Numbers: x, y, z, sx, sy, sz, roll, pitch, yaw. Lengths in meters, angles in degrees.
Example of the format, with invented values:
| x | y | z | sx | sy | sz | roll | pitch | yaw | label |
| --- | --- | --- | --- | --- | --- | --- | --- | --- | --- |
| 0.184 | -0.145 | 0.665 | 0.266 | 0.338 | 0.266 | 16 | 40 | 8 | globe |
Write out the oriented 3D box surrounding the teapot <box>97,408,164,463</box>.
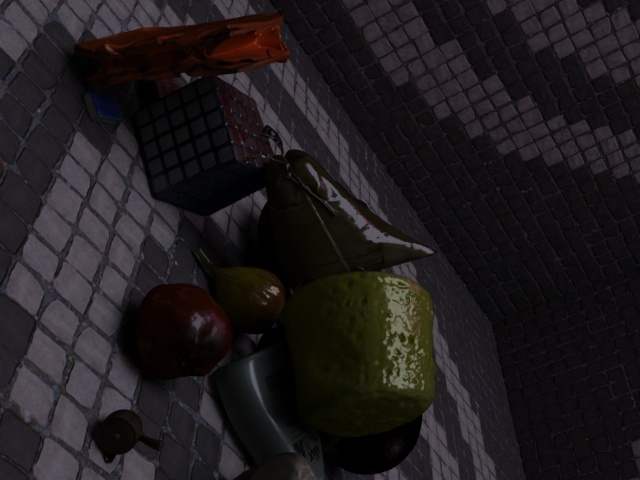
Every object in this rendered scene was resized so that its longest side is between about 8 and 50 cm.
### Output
| x | y | z | sx | sy | sz | roll | pitch | yaw | label |
| --- | --- | --- | --- | --- | --- | --- | --- | --- | --- |
| -0.316 | 0.334 | 1.335 | 0.080 | 0.110 | 0.085 | -70 | 176 | -81 | teapot |

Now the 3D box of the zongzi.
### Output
| x | y | z | sx | sy | sz | roll | pitch | yaw | label |
| --- | --- | --- | --- | --- | --- | --- | --- | --- | --- |
| 0.050 | -0.102 | 1.869 | 0.181 | 0.418 | 0.447 | -114 | -168 | -65 | zongzi |

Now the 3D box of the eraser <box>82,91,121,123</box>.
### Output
| x | y | z | sx | sy | sz | roll | pitch | yaw | label |
| --- | --- | --- | --- | --- | --- | --- | --- | --- | --- |
| -0.482 | -0.293 | 1.755 | 0.063 | 0.027 | 0.084 | 68 | 20 | 6 | eraser |

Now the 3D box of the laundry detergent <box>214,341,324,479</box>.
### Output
| x | y | z | sx | sy | sz | roll | pitch | yaw | label |
| --- | --- | --- | --- | --- | --- | --- | --- | --- | --- |
| -0.077 | 0.436 | 1.762 | 0.398 | 0.124 | 0.264 | 67 | 22 | 5 | laundry detergent |

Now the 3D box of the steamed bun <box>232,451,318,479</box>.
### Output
| x | y | z | sx | sy | sz | roll | pitch | yaw | label |
| --- | --- | --- | --- | --- | --- | --- | --- | --- | --- |
| -0.069 | 0.570 | 1.440 | 0.342 | 0.255 | 0.368 | 58 | -9 | 25 | steamed bun |

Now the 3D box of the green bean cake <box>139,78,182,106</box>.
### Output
| x | y | z | sx | sy | sz | roll | pitch | yaw | label |
| --- | --- | --- | --- | --- | --- | --- | --- | --- | --- |
| -0.394 | -0.356 | 2.006 | 0.135 | 0.056 | 0.135 | 26 | 44 | -59 | green bean cake |

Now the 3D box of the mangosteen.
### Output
| x | y | z | sx | sy | sz | roll | pitch | yaw | label |
| --- | --- | --- | --- | --- | --- | --- | --- | --- | --- |
| 0.098 | 0.422 | 1.981 | 0.313 | 0.297 | 0.297 | 44 | 27 | -23 | mangosteen |

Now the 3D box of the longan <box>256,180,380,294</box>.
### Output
| x | y | z | sx | sy | sz | roll | pitch | yaw | label |
| --- | --- | --- | --- | --- | --- | --- | --- | --- | --- |
| 0.000 | 0.000 | 2.152 | 0.361 | 0.361 | 0.361 | 51 | 24 | -33 | longan |

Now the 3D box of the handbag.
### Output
| x | y | z | sx | sy | sz | roll | pitch | yaw | label |
| --- | --- | --- | --- | --- | --- | --- | --- | --- | --- |
| -0.295 | -0.418 | 1.759 | 0.303 | 0.410 | 0.116 | -40 | 126 | -57 | handbag |

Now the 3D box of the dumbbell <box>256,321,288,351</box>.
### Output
| x | y | z | sx | sy | sz | roll | pitch | yaw | label |
| --- | --- | --- | --- | --- | --- | --- | --- | --- | --- |
| -0.063 | 0.258 | 2.004 | 0.140 | 0.124 | 0.225 | 64 | 20 | -1 | dumbbell |

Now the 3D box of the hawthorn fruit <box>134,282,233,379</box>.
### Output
| x | y | z | sx | sy | sz | roll | pitch | yaw | label |
| --- | --- | --- | --- | --- | --- | --- | --- | --- | --- |
| -0.271 | 0.165 | 1.535 | 0.185 | 0.185 | 0.202 | 44 | 12 | -44 | hawthorn fruit |

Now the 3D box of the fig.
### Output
| x | y | z | sx | sy | sz | roll | pitch | yaw | label |
| --- | --- | --- | --- | --- | --- | --- | --- | --- | --- |
| -0.197 | 0.103 | 1.872 | 0.257 | 0.159 | 0.159 | 44 | 23 | -7 | fig |

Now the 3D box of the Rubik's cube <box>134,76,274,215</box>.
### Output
| x | y | z | sx | sy | sz | roll | pitch | yaw | label |
| --- | --- | --- | --- | --- | --- | --- | --- | --- | --- |
| -0.270 | -0.222 | 1.901 | 0.237 | 0.236 | 0.238 | 22 | 46 | -65 | Rubik's cube |

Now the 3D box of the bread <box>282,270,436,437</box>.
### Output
| x | y | z | sx | sy | sz | roll | pitch | yaw | label |
| --- | --- | --- | --- | --- | --- | --- | --- | --- | --- |
| 0.090 | 0.250 | 1.734 | 0.348 | 0.348 | 0.308 | 43 | 34 | -46 | bread |
